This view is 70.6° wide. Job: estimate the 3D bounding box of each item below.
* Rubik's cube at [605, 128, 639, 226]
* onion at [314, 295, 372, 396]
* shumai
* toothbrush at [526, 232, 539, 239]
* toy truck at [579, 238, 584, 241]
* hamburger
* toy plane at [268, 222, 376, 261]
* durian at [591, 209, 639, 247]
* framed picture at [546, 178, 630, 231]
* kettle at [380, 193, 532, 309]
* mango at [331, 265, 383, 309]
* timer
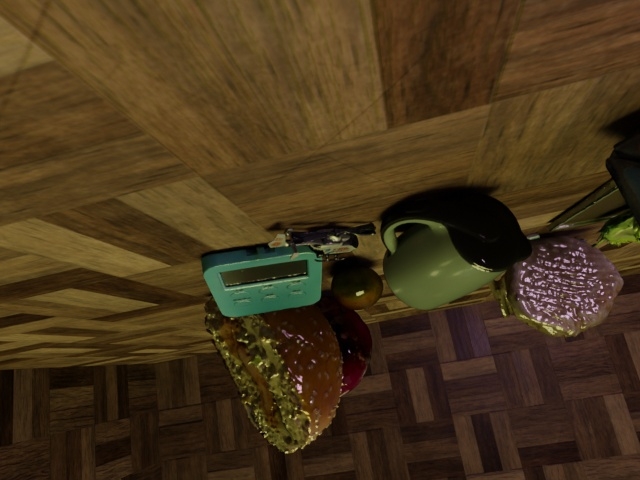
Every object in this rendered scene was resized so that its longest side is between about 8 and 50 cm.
[{"bbox_3d":[0.590,-0.042,0.520,0.310,0.305,0.307,6,151,-39],"label":"Rubik's cube"},{"bbox_3d":[0.031,0.376,1.546,0.348,0.347,0.385,-16,147,22],"label":"onion"},{"bbox_3d":[0.619,0.137,1.246,0.314,0.266,0.262,-6,164,-4],"label":"shumai"},{"bbox_3d":[0.476,0.017,1.200,0.204,0.017,0.022,-22,141,36],"label":"toothbrush"},{"bbox_3d":[0.711,0.073,1.357,0.126,0.113,0.208,-2,166,-41],"label":"toy truck"},{"bbox_3d":[-0.080,0.283,1.188,0.287,0.445,0.268,-24,169,-45],"label":"hamburger"},{"bbox_3d":[-0.001,0.000,0.799,0.197,0.053,0.078,-3,155,-27],"label":"toy plane"},{"bbox_3d":[0.710,-0.038,0.912,0.132,0.106,0.375,4,155,-27],"label":"durian"},{"bbox_3d":[0.643,-0.094,0.899,0.248,0.022,0.335,-10,164,0],"label":"framed picture"},{"bbox_3d":[0.206,0.011,0.796,0.221,0.161,0.236,25,156,-8],"label":"kettle"},{"bbox_3d":[0.095,0.121,1.155,0.133,0.111,0.267,5,166,5],"label":"mango"},{"bbox_3d":[-0.112,0.080,0.937,0.232,0.091,0.250,-8,161,-4],"label":"timer"}]
